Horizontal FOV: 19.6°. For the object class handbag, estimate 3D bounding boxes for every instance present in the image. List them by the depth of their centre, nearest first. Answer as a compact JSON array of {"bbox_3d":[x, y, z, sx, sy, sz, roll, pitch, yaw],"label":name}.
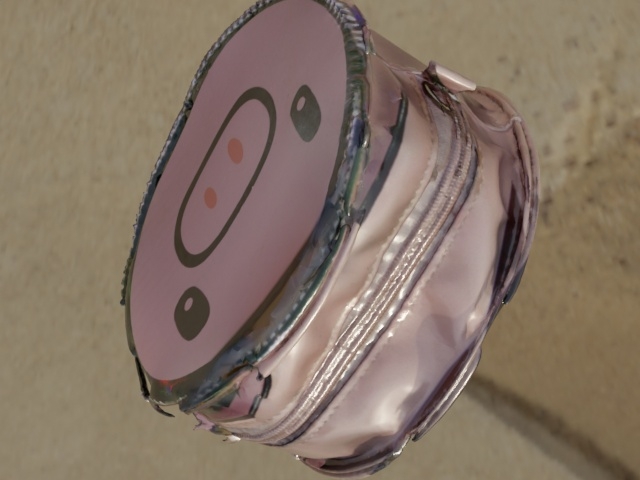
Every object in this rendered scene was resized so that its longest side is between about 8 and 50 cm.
[{"bbox_3d":[-0.001,-0.001,0.809,0.116,0.179,0.205,22,110,-31],"label":"handbag"}]
